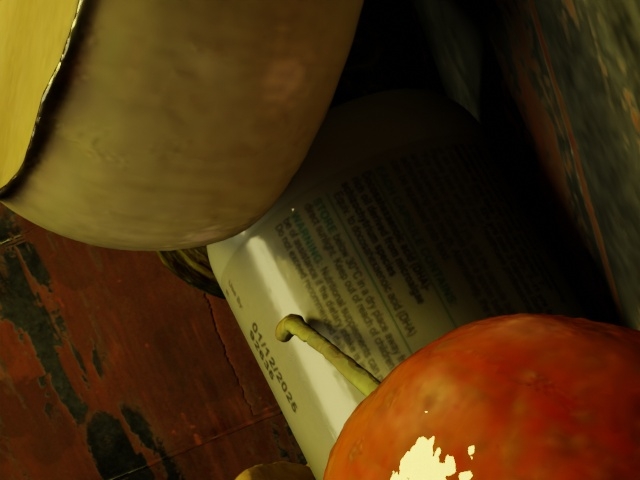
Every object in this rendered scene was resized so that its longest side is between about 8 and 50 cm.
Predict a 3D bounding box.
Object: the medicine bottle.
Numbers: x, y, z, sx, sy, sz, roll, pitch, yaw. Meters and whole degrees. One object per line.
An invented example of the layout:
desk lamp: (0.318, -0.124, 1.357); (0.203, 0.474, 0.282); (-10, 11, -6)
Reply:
medicine bottle: (0.051, 0.056, 0.749); (0.215, 0.135, 0.135); (62, 173, 19)

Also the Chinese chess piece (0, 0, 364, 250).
Chinese chess piece: (-0.063, -0.124, 0.701); (0.257, 0.104, 0.257); (-170, 90, -69)

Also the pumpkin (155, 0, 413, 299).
pumpkin: (-0.032, -0.074, 0.926); (0.223, 0.157, 0.224); (170, 90, -72)

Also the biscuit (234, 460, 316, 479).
biscuit: (0.075, 0.201, 0.773); (0.269, 0.051, 0.376); (43, -170, 19)

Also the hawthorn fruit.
hawthorn fruit: (0.050, 0.069, 0.578); (0.285, 0.165, 0.165); (43, 159, 45)
